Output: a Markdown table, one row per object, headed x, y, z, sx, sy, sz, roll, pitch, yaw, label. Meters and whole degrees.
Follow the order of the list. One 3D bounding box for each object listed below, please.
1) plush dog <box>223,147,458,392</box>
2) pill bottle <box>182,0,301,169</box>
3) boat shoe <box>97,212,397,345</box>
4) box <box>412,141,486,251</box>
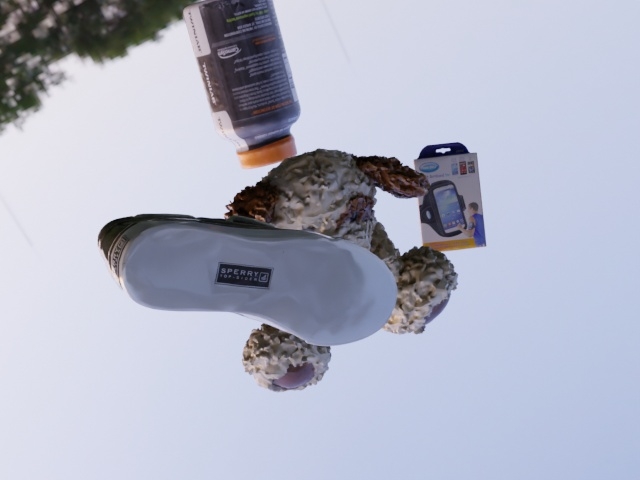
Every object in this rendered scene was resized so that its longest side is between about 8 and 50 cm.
| x | y | z | sx | sy | sz | roll | pitch | yaw | label |
| --- | --- | --- | --- | --- | --- | --- | --- | --- | --- |
| 0.000 | 0.000 | 1.139 | 0.262 | 0.225 | 0.210 | -22 | -135 | -22 | plush dog |
| -0.104 | -0.229 | 1.518 | 0.130 | 0.246 | 0.130 | -14 | -169 | 3 | pill bottle |
| -0.047 | 0.018 | 0.739 | 0.070 | 0.219 | 0.078 | 31 | -76 | 58 | boat shoe |
| 0.162 | -0.055 | 1.336 | 0.081 | 0.136 | 0.028 | -7 | -177 | 3 | box |
